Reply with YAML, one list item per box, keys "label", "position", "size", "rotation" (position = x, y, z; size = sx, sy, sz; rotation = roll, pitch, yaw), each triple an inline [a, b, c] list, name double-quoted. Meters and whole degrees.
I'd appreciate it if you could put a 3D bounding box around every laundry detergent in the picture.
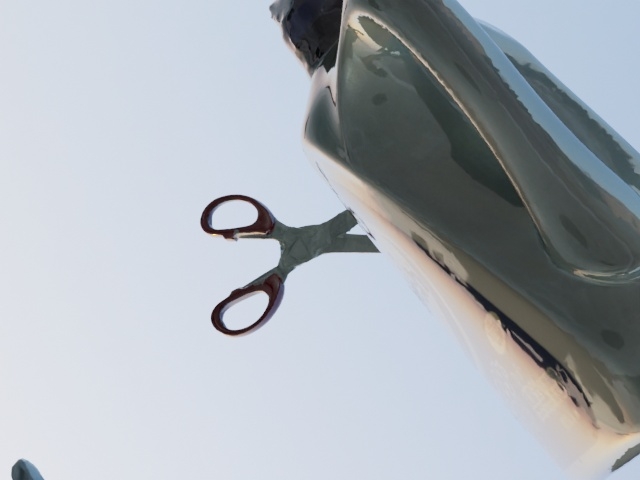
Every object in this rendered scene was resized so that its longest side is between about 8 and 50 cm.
- label: "laundry detergent"
  position: [0.070, -0.031, 0.621]
  size: [0.280, 0.105, 0.215]
  rotation: [53, -7, 14]

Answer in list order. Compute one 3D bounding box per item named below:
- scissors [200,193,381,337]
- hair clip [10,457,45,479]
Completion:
- label: "scissors"
  position: [0.000, 0.000, 1.321]
  size: [0.248, 0.017, 0.144]
  rotation: [-16, -110, 22]
- label: "hair clip"
  position: [-0.262, 0.221, 0.699]
  size: [0.238, 0.318, 0.392]
  rotation: [-43, -129, 7]
